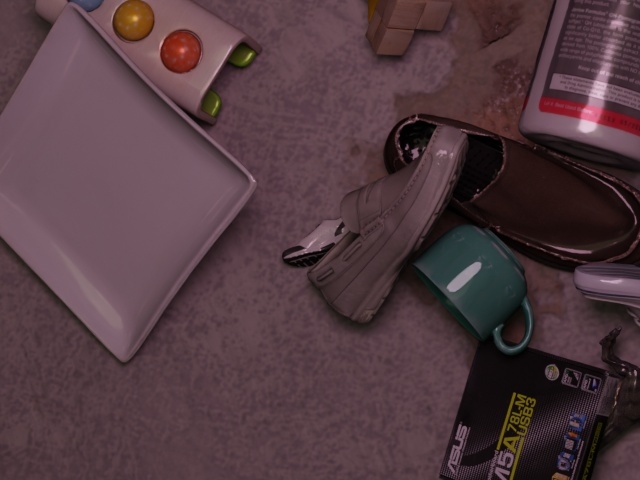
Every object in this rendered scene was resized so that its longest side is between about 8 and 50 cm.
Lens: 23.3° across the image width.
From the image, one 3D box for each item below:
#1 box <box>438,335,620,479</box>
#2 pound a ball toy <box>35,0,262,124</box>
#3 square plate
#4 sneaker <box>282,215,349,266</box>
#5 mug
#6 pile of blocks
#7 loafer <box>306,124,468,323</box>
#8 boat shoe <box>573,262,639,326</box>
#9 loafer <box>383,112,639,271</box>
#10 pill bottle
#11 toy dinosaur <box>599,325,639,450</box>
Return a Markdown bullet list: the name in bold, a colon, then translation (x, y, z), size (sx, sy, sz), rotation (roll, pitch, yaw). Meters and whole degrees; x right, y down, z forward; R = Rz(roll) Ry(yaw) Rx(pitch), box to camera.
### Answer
- **box**: translation (0.251, 0.227, 1.887), size (0.184, 0.045, 0.191), rotation (17, 89, 35)
- **pound a ball toy**: translation (-0.232, -0.233, 2.037), size (0.319, 0.136, 0.208), rotation (34, 93, 15)
- **square plate**: translation (-0.279, -0.074, 2.021), size (0.347, 0.049, 0.344), rotation (45, 120, 12)
- **sneaker**: translation (0.000, 0.000, 2.011), size (0.109, 0.040, 0.044), rotation (-21, 65, 6)
- **mug**: translation (0.198, 0.053, 1.900), size (0.097, 0.129, 0.158), rotation (-43, 111, -3)
- **pile of blocks**: translation (0.113, -0.418, 2.002), size (0.112, 0.149, 0.362), rotation (0, 94, -29)
- **loafer**: translation (0.076, -0.025, 1.881), size (0.111, 0.112, 0.319), rotation (33, 129, 2)
- **boat shoe**: translation (0.408, 0.078, 1.845), size (0.226, 0.083, 0.076), rotation (7, 103, -5)
- **loafer**: translation (0.235, -0.057, 1.906), size (0.366, 0.130, 0.134), rotation (19, 90, 15)
- **pill bottle**: translation (0.363, -0.257, 1.871), size (0.176, 0.176, 0.319), rotation (16, 89, 15)
- **toy dinosaur**: translation (0.362, 0.181, 1.889), size (0.268, 0.064, 0.118), rotation (-42, 83, 10)
